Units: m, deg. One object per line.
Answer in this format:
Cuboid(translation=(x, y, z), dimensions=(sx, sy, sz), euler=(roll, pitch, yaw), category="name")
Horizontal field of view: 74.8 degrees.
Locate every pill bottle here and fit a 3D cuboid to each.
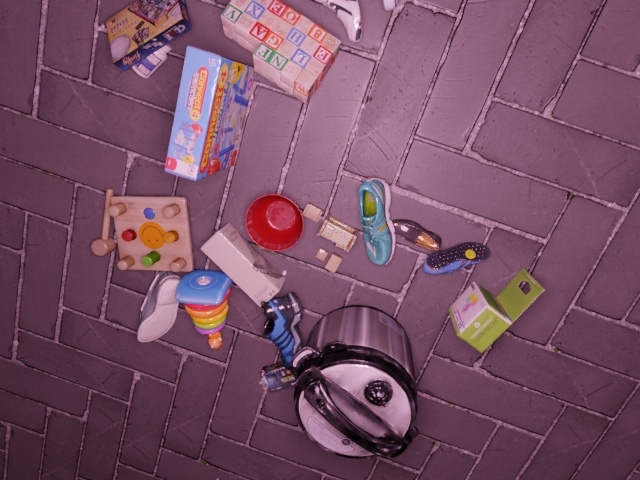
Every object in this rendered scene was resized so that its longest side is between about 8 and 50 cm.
Cuboid(translation=(-0.496, -0.541, 1.230), dimensions=(0.120, 0.067, 0.067), euler=(-36, 100, 16), category="pill bottle")

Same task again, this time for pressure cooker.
Cuboid(translation=(0.105, 0.433, 1.280), dimensions=(0.370, 0.420, 0.375), euler=(-2, 108, 7), category="pressure cooker")

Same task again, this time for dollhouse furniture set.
Cuboid(translation=(0.000, 0.000, 1.321), dimensions=(0.182, 0.101, 0.160), euler=(28, 109, -2), category="dollhouse furniture set")

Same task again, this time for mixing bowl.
Cuboid(translation=(-0.134, -0.067, 1.319), dimensions=(0.182, 0.098, 0.181), euler=(2, 109, 7), category="mixing bowl")

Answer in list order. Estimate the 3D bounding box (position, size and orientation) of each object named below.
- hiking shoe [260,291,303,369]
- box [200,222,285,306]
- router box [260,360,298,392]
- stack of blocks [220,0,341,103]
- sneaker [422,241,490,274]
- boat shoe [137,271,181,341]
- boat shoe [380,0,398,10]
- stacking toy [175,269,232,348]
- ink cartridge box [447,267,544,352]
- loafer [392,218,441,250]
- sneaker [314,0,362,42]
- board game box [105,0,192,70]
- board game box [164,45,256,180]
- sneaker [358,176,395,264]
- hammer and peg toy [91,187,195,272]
Cuboid(translation=(-0.133, 0.310, 1.407), dimensions=(0.132, 0.113, 0.303), euler=(-9, 116, -17), category="hiking shoe")
Cuboid(translation=(-0.249, 0.078, 1.376), dimensions=(0.094, 0.113, 0.275), euler=(-41, 100, 17), category="box")
Cuboid(translation=(-0.146, 0.495, 1.534), dimensions=(0.123, 0.038, 0.092), euler=(-21, 105, 13), category="router box")
Cuboid(translation=(-0.117, -0.534, 1.136), dimensions=(0.297, 0.087, 0.171), euler=(33, 81, -3), category="stack of blocks")
Cuboid(translation=(0.422, 0.061, 1.314), dimensions=(0.210, 0.082, 0.069), euler=(-14, 64, -3), category="sneaker")
Cuboid(translation=(-0.577, 0.233, 1.494), dimensions=(0.099, 0.116, 0.319), euler=(52, 122, 35), category="boat shoe")
Cuboid(translation=(0.177, -0.750, 1.056), dimensions=(0.094, 0.109, 0.302), euler=(-8, 104, 8), category="boat shoe")
Cuboid(translation=(-0.381, 0.258, 1.447), dimensions=(0.166, 0.175, 0.301), euler=(3, 122, 6), category="stacking toy")
Cuboid(translation=(0.518, 0.183, 1.268), dimensions=(0.097, 0.189, 0.255), euler=(35, 107, -3), category="ink cartridge box")
Cuboid(translation=(0.298, -0.018, 1.297), dimensions=(0.170, 0.061, 0.062), euler=(21, 111, 2), category="loafer")
Cuboid(translation=(0.022, -0.637, 1.118), dimensions=(0.153, 0.094, 0.234), euler=(-11, 106, 12), category="sneaker")
Cuboid(translation=(-0.487, -0.607, 1.179), dimensions=(0.244, 0.042, 0.164), euler=(-23, 71, 14), category="board game box")
Cuboid(translation=(-0.290, -0.342, 1.144), dimensions=(0.086, 0.302, 0.308), euler=(19, 110, 1), category="board game box")
Cuboid(translation=(0.156, -0.051, 1.271), dimensions=(0.107, 0.110, 0.275), euler=(-1, 106, 32), category="sneaker")
Cuboid(translation=(-0.602, -0.028, 1.378), dimensions=(0.362, 0.127, 0.265), euler=(2, 108, 7), category="hammer and peg toy")
